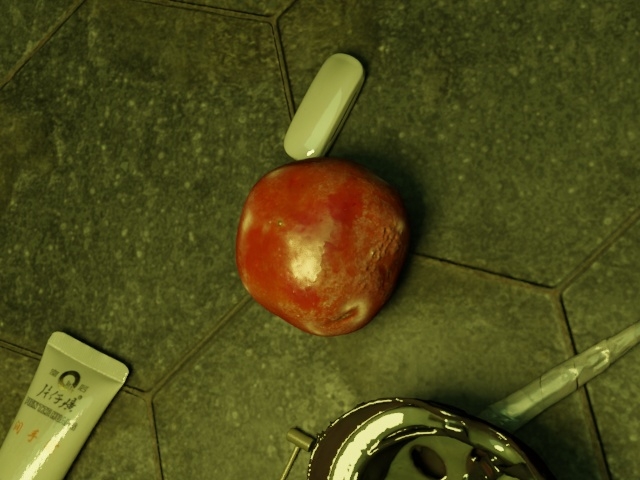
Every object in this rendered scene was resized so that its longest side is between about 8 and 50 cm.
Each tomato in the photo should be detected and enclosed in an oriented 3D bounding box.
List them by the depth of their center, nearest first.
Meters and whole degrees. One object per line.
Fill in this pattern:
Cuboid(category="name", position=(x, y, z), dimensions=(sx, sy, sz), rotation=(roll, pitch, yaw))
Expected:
Cuboid(category="tomato", position=(-0.004, -0.001, 1.090), dimensions=(0.231, 0.188, 0.232), rotation=(-5, 74, 17))

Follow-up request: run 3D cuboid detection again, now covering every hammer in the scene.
Cuboid(category="hammer", position=(0.370, 0.121, 1.020), dimensions=(0.426, 0.044, 0.152), rotation=(-37, 69, 8))
Cuboid(category="hammer", position=(-0.045, 0.301, 1.131), dimensions=(0.035, 0.019, 0.110), rotation=(26, 93, 22))

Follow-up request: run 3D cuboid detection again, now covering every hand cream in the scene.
Cuboid(category="hand cream", position=(-0.386, 0.293, 1.213), dimensions=(0.139, 0.089, 0.314), rotation=(20, 77, 19))

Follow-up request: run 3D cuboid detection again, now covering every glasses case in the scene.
Cuboid(category="glasses case", position=(0.006, -0.183, 1.204), dimensions=(0.063, 0.041, 0.164), rotation=(26, 87, 20))

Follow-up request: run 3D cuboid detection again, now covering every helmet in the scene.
Cuboid(category="helmet", position=(0.148, 0.300, 0.981), dimensions=(0.305, 0.177, 0.225), rotation=(28, 96, 27))
